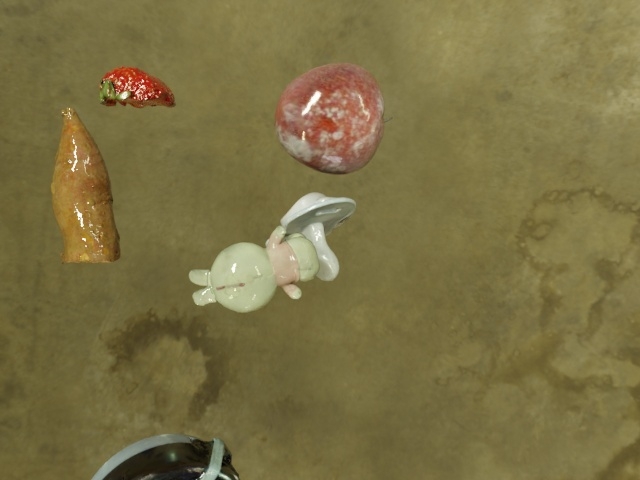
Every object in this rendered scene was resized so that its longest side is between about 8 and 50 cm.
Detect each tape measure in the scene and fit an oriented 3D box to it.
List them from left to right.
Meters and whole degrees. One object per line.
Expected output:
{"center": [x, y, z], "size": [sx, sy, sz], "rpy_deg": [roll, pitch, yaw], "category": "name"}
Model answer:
{"center": [-0.157, 0.296, 0.516], "size": [0.182, 0.107, 0.180], "rpy_deg": [-28, 103, -22], "category": "tape measure"}

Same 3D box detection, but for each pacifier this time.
{"center": [0.000, 0.000, 1.240], "size": [0.228, 0.279, 0.207], "rpy_deg": [-7, 69, -33], "category": "pacifier"}

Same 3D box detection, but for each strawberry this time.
{"center": [-0.368, -0.309, 1.027], "size": [0.147, 0.187, 0.082], "rpy_deg": [12, 100, 24], "category": "strawberry"}

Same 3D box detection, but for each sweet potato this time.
{"center": [-0.520, -0.115, 1.083], "size": [0.131, 0.131, 0.336], "rpy_deg": [-7, 95, -3], "category": "sweet potato"}

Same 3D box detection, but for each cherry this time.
{"center": [0.034, -0.260, 1.079], "size": [0.286, 0.213, 0.235], "rpy_deg": [-10, 99, -24], "category": "cherry"}

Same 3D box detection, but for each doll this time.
{"center": [-0.112, 0.057, 0.971], "size": [0.275, 0.113, 0.154], "rpy_deg": [-17, 104, -30], "category": "doll"}
